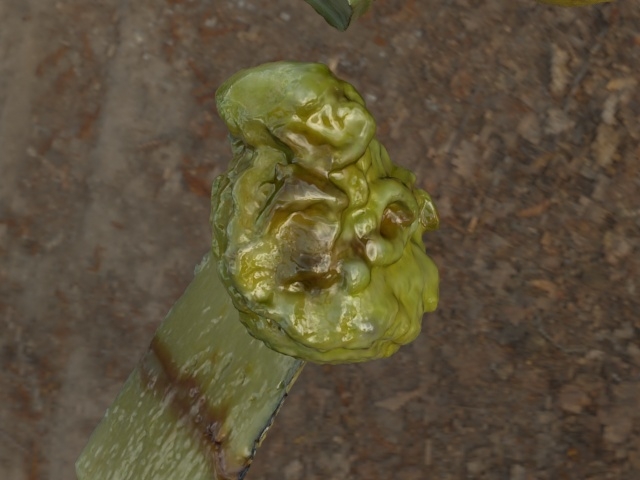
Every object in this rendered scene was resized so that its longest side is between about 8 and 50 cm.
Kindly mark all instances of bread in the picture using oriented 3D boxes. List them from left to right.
[{"bbox_3d":[-0.072,0.210,1.438,0.346,0.242,0.405,-54,33,-4],"label":"bread"}]

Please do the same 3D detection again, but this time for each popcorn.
[{"bbox_3d":[0.000,0.000,1.183,0.173,0.286,0.225,-10,51,20],"label":"popcorn"}]

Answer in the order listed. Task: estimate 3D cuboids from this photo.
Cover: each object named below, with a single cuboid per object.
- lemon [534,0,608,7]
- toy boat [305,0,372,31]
[{"bbox_3d":[0.313,-0.456,1.670,0.348,0.348,0.348,-6,78,31],"label":"lemon"},{"bbox_3d":[0.014,-0.257,1.224,0.111,0.276,0.084,40,85,-4],"label":"toy boat"}]
